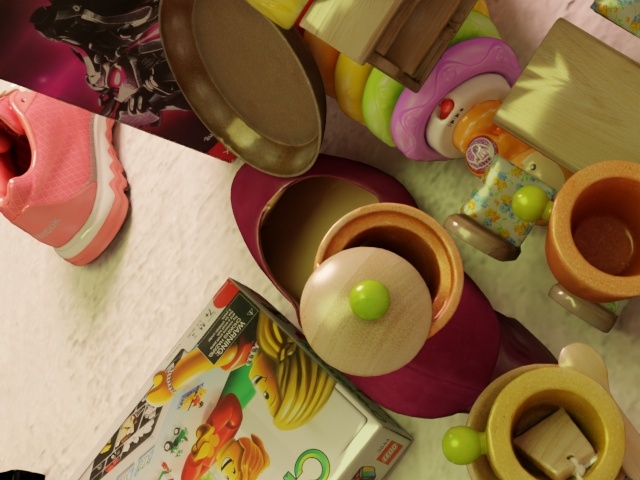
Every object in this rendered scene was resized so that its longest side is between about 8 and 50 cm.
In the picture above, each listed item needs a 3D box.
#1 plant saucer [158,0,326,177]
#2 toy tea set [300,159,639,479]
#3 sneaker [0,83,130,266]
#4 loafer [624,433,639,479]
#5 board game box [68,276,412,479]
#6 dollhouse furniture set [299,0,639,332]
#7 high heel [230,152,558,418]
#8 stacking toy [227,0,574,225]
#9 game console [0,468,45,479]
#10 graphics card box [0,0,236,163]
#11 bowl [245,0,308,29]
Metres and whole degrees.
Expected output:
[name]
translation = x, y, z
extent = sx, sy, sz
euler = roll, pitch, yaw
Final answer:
[plant saucer]
translation = -0.052, -0.124, 0.911
extent = 0.029, 0.168, 0.168
euler = -38, 33, -28
[toy tea set]
translation = 0.161, 0.037, 0.609
extent = 0.336, 0.124, 0.200
euler = -11, 75, -5
[sneaker]
translation = -0.275, -0.128, 1.243
extent = 0.116, 0.136, 0.313
euler = -37, 49, 26
[loafer]
translation = 0.088, 0.196, 0.746
extent = 0.302, 0.109, 0.095
euler = -44, 40, 24
[board game box]
translation = -0.096, 0.202, 0.918
extent = 0.305, 0.053, 0.193
euler = -52, 51, 2
[dollhouse furniture set]
translation = 0.132, -0.094, 0.723
extent = 0.242, 0.161, 0.212
euler = 34, 97, 13
[high heel]
translation = 0.000, 0.000, 0.867
extent = 0.377, 0.181, 0.127
euler = 33, 96, 48
[stacking toy]
translation = 0.080, -0.116, 0.890
extent = 0.175, 0.166, 0.302
euler = -50, 55, 20
[game console]
translation = -0.230, 0.299, 1.064
extent = 0.361, 0.044, 0.213
euler = -17, 61, 40
[graphics card box]
translation = -0.132, -0.207, 0.961
extent = 0.233, 0.371, 0.094
euler = -44, 55, 20
[bowl]
translation = -0.015, -0.286, 0.720
extent = 0.289, 0.156, 0.289
euler = -60, 6, 11
